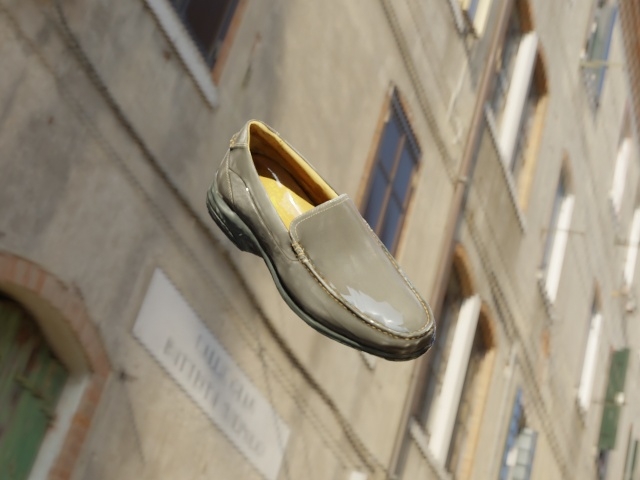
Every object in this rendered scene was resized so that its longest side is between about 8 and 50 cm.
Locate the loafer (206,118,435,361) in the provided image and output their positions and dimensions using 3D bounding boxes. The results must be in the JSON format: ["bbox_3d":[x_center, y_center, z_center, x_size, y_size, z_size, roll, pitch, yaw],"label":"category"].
[{"bbox_3d":[0.000,0.000,0.673,0.170,0.062,0.061,40,-43,23],"label":"loafer"}]
